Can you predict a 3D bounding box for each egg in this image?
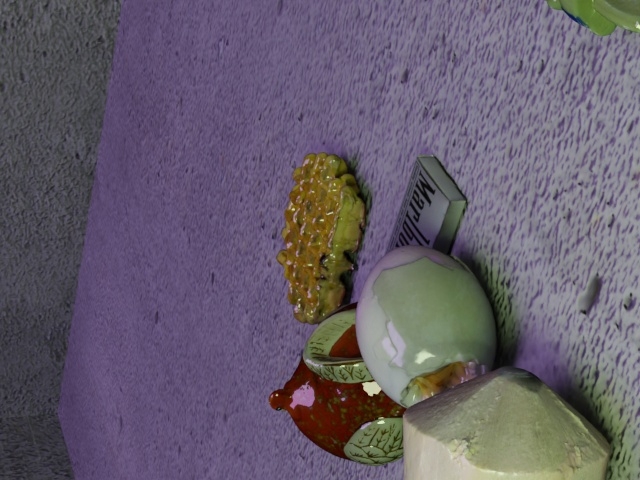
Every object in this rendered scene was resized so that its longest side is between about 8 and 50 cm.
[{"bbox_3d":[0.134,0.105,1.611,0.183,0.183,0.217,114,151,-43],"label":"egg"}]

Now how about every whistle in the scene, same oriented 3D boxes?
[{"bbox_3d":[0.298,-0.279,1.330,0.085,0.105,0.227,55,180,-40],"label":"whistle"}]

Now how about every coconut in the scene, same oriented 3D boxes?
[{"bbox_3d":[0.211,0.266,1.409,0.239,0.239,0.244,-156,65,-63],"label":"coconut"}]

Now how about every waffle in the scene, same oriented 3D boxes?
[{"bbox_3d":[0.001,-0.001,2.033,0.309,0.065,0.283,139,127,-63],"label":"waffle"}]

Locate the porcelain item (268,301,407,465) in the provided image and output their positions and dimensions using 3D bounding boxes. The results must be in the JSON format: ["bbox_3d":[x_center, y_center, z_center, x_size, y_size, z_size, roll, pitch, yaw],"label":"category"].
[{"bbox_3d":[0.038,0.209,1.770,0.253,0.253,0.253,178,90,-65],"label":"porcelain item"}]

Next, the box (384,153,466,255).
[{"bbox_3d":[0.147,-0.019,1.744,0.115,0.035,0.177,-121,38,-46],"label":"box"}]
